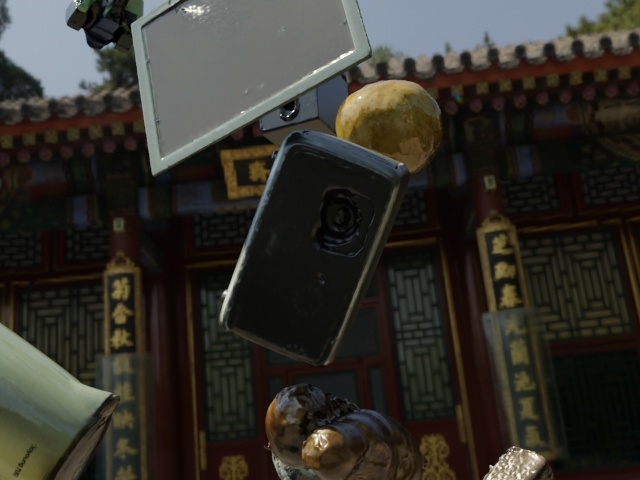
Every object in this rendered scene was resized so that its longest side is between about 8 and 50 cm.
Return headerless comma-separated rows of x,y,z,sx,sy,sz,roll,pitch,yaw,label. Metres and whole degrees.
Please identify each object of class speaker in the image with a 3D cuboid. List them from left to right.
-0.044,-0.375,2.116,0.184,0.254,0.232,-11,-19,22,speaker

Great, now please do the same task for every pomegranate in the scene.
0.165,-0.268,1.906,0.260,0.260,0.260,-5,-18,-2,pomegranate

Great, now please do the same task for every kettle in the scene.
-0.406,0.226,0.969,0.255,0.240,0.165,33,3,1,kettle

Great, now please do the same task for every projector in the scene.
0.000,0.000,1.533,0.242,0.395,0.405,21,9,6,projector

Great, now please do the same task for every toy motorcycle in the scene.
-0.405,-0.496,1.513,0.125,0.331,0.196,20,-47,-31,toy motorcycle

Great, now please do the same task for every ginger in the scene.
0.046,0.386,1.494,0.254,0.176,0.418,29,-3,41,ginger

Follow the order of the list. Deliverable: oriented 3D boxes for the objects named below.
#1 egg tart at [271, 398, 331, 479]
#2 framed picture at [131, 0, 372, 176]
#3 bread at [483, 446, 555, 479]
-0.004,0.484,1.841,0.234,0.234,0.094,-7,-13,4,egg tart
-0.089,-0.226,0.894,0.296,0.232,0.019,-24,-27,24,framed picture
0.338,0.630,1.660,0.113,0.416,0.165,19,-36,52,bread
